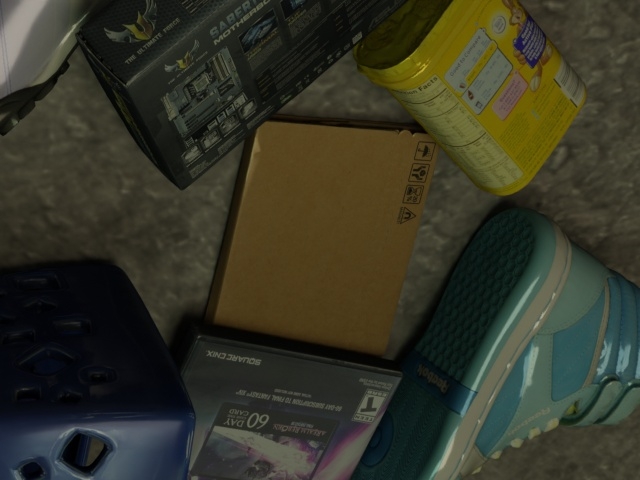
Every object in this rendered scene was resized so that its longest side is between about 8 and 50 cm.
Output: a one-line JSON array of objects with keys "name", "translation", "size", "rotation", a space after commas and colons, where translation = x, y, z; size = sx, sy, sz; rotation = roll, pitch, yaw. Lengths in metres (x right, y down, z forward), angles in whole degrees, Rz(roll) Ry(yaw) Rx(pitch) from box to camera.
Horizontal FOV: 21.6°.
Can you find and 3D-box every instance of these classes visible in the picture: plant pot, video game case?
[{"name": "plant pot", "translation": [-0.231, 0.158, 1.164], "size": [0.212, 0.236, 0.236], "rotation": [4, 114, -21]}, {"name": "video game case", "translation": [-0.071, 0.201, 1.372], "size": [0.196, 0.026, 0.274], "rotation": [13, 113, -31]}]

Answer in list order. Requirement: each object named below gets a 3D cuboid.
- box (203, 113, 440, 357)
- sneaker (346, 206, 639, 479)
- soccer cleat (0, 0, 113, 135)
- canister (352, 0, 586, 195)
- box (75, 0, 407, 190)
[{"name": "box", "translation": [0.000, 0.000, 1.320], "size": [0.164, 0.021, 0.201], "rotation": [2, 114, -27]}, {"name": "sneaker", "translation": [0.167, 0.147, 1.416], "size": [0.208, 0.127, 0.319], "rotation": [25, 103, -32]}, {"name": "soccer cleat", "translation": [-0.203, -0.158, 1.102], "size": [0.116, 0.108, 0.318], "rotation": [43, 96, -12]}, {"name": "canister", "translation": [0.118, -0.128, 1.273], "size": [0.170, 0.073, 0.126], "rotation": [44, 77, -37]}, {"name": "box", "translation": [-0.041, -0.155, 1.132], "size": [0.232, 0.059, 0.183], "rotation": [-42, 162, -7]}]
